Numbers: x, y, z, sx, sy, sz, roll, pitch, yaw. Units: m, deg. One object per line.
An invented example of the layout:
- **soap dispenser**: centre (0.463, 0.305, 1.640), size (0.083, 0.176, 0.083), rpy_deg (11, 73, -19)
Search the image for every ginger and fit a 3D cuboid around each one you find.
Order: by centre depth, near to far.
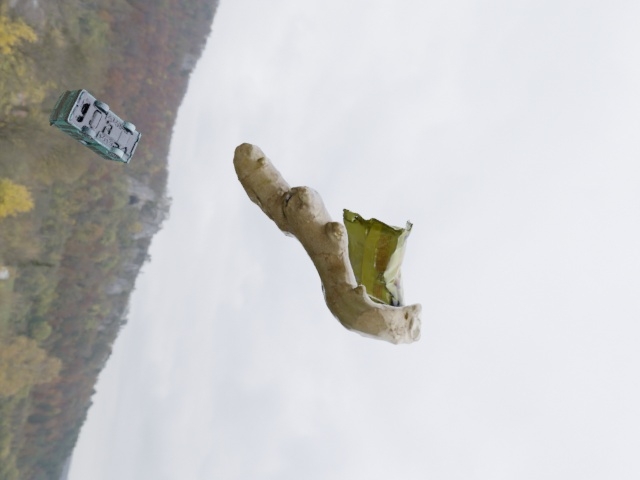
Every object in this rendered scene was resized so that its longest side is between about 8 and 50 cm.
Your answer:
- **ginger**: centre (0.000, 0.000, 0.512), size (0.288, 0.075, 0.089), rpy_deg (48, -41, 18)

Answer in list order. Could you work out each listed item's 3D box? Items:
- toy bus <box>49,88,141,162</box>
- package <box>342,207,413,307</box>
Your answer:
- **toy bus**: centre (-0.454, -0.228, 0.959), size (0.092, 0.160, 0.079), rpy_deg (10, -106, 25)
- **package**: centre (0.117, 0.042, 1.030), size (0.168, 0.090, 0.226), rpy_deg (15, -59, 23)
